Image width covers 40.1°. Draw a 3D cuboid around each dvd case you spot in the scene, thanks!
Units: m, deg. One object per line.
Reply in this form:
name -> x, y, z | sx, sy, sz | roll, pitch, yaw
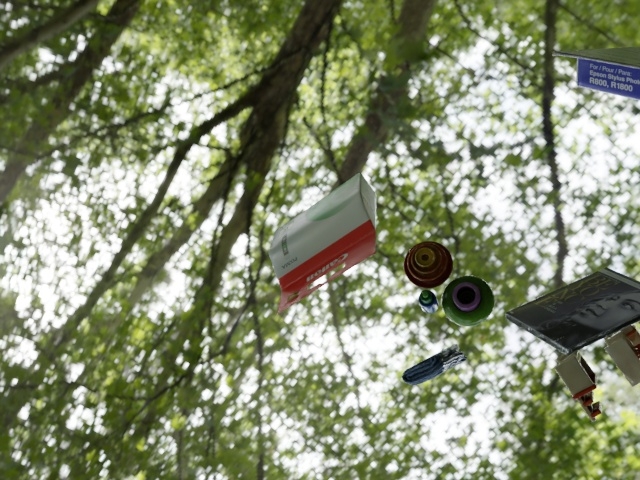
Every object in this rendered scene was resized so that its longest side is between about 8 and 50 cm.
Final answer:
dvd case -> 0.446, 0.112, 1.458 | 0.221, 0.018, 0.164 | -21, -157, -18

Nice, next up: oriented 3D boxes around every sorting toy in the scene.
sorting toy -> 0.118, 0.041, 0.845 | 0.102, 0.061, 0.042 | 41, 175, 22

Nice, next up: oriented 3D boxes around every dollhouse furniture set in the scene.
dollhouse furniture set -> 0.621, 0.237, 1.776 | 0.135, 0.259, 0.262 | 55, -161, 4

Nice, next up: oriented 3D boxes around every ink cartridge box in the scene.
ink cartridge box -> 0.555, -0.224, 1.268 | 0.330, 0.071, 0.324 | -15, -152, -40
ink cartridge box -> 0.000, 0.000, 1.333 | 0.056, 0.181, 0.224 | 52, -162, -15

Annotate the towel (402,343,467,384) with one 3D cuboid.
towel -> 0.159, 0.176, 1.226 | 0.029, 0.067, 0.119 | 63, -158, 9
